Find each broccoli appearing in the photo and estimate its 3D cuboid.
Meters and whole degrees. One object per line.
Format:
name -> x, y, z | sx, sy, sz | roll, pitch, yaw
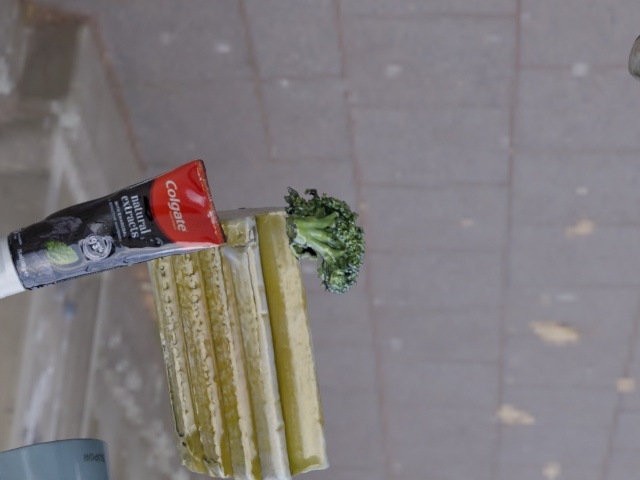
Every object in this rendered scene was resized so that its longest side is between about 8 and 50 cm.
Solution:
broccoli -> 0.000, 0.000, 1.705 | 0.092, 0.097, 0.095 | 5, -179, -40

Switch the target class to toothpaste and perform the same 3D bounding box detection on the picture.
toothpaste -> -0.171, -0.004, 1.358 | 0.193, 0.071, 0.045 | -16, 162, 1

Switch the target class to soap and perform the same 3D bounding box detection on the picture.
soap -> -0.086, 0.107, 1.869 | 0.173, 0.274, 0.089 | -2, -171, 45

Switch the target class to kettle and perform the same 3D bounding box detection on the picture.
kettle -> -0.277, 0.329, 1.776 | 0.160, 0.243, 0.210 | -21, 161, 20

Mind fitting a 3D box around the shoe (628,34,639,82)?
shoe -> 0.397, -0.177, 1.269 | 0.350, 0.198, 0.172 | 9, 180, 23
